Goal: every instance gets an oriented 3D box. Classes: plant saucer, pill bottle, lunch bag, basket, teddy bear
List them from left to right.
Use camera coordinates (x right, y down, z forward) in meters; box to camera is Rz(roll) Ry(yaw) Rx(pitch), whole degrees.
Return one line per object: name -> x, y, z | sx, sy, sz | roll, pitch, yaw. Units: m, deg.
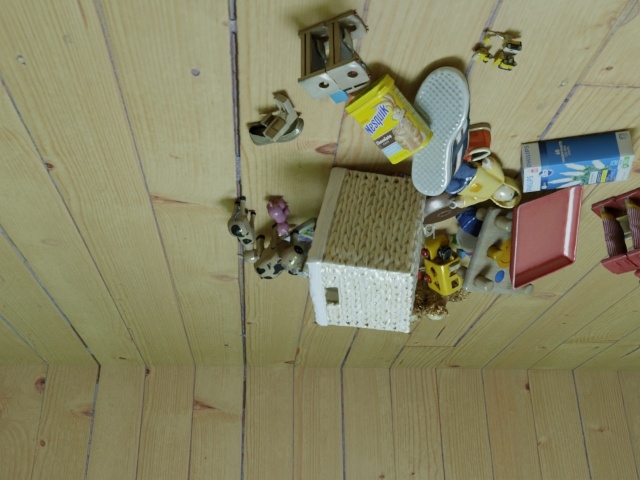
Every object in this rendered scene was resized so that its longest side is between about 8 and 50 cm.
basket -> 0.131, 0.030, 1.901 | 0.267, 0.331, 0.328 | 7, 145, 9
teddy bear -> 0.375, 0.176, 2.411 | 0.245, 0.113, 0.338 | -2, -159, 42
plant saucer -> 0.346, -0.090, 2.010 | 0.199, 0.036, 0.198 | -17, 165, -5
lunch bag -> 0.447, -0.062, 2.106 | 0.098, 0.065, 0.067 | 25, 119, -40
pill bottle -> 0.505, 0.016, 2.225 | 0.108, 0.108, 0.193 | -14, 152, 26
plant saucer -> 0.622, -0.019, 1.994 | 0.259, 0.048, 0.258 | -19, 119, -28

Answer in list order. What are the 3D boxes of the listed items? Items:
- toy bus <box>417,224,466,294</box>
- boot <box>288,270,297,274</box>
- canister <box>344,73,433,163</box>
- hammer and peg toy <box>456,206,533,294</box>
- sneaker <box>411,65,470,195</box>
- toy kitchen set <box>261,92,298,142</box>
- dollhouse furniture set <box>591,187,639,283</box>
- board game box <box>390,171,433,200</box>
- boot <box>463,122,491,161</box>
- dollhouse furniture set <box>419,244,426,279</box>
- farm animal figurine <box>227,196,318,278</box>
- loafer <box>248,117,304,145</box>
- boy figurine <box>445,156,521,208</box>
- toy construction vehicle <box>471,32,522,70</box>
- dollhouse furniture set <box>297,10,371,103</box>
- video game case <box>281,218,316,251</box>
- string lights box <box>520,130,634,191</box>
toy bus -> 0.388, 0.070, 2.220 | 0.202, 0.190, 0.104 | 21, -172, -37
boot -> -0.012, 0.098, 2.359 | 0.176, 0.088, 0.244 | 17, 170, -28
canister -> 0.153, -0.264, 1.566 | 0.170, 0.073, 0.126 | 48, 136, -13
hammer and peg toy -> 0.583, 0.047, 2.109 | 0.362, 0.265, 0.127 | 8, -165, -37
sneaker -> 0.278, -0.266, 1.625 | 0.126, 0.127, 0.321 | 21, 134, 18
toy kitchen set -> -0.112, -0.286, 1.621 | 0.068, 0.083, 0.075 | 35, 169, 28
dollhouse furniture set -> 0.971, 0.015, 2.131 | 0.152, 0.201, 0.374 | -22, 147, 38
board game box -> 0.223, -0.117, 2.009 | 0.147, 0.045, 0.193 | 11, 152, -24
boot -> 0.341, -0.226, 1.738 | 0.158, 0.084, 0.059 | -13, 154, 28
dollhouse furniture set -> 0.292, 0.102, 2.385 | 0.151, 0.123, 0.144 | -6, 154, 10
farm animal figurine -> -0.130, 0.026, 2.118 | 0.331, 0.172, 0.326 | 11, 151, -13
loafer -> -0.108, -0.260, 1.682 | 0.148, 0.056, 0.050 | -15, 158, 26
boy figurine -> 0.411, -0.145, 1.878 | 0.285, 0.092, 0.177 | 14, 129, -33
toy construction vehicle -> 0.367, -0.389, 1.458 | 0.098, 0.035, 0.086 | 8, 164, -12
dollhouse furniture set -> 0.056, -0.339, 1.434 | 0.129, 0.129, 0.184 | -14, 151, 26
video game case -> 0.000, 0.000, 2.277 | 0.213, 0.023, 0.193 | 19, 149, -34
string lights box -> 0.646, -0.199, 1.811 | 0.260, 0.076, 0.133 | -7, 155, 13
